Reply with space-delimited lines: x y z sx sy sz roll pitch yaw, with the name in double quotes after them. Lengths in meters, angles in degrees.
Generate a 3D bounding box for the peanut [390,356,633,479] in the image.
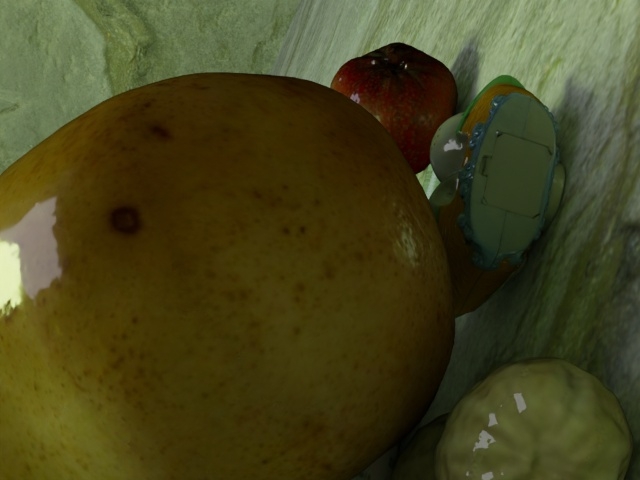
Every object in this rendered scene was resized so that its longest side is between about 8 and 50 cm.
0.120 0.168 0.690 0.257 0.123 0.124 125 158 -56 "peanut"

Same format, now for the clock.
0.146 -0.041 0.885 0.144 0.103 0.231 151 136 -76 "clock"

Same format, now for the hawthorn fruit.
0.083 -0.144 1.207 0.157 0.157 0.194 -86 7 -45 "hawthorn fruit"

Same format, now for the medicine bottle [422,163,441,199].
0.133 -0.042 1.076 0.047 0.047 0.083 179 106 -77 "medicine bottle"

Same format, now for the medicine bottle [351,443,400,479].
-0.011 0.173 1.054 0.212 0.212 0.325 134 151 -66 "medicine bottle"

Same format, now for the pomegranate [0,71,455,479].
-0.087 0.069 0.783 0.416 0.416 0.417 -164 90 -78 "pomegranate"
